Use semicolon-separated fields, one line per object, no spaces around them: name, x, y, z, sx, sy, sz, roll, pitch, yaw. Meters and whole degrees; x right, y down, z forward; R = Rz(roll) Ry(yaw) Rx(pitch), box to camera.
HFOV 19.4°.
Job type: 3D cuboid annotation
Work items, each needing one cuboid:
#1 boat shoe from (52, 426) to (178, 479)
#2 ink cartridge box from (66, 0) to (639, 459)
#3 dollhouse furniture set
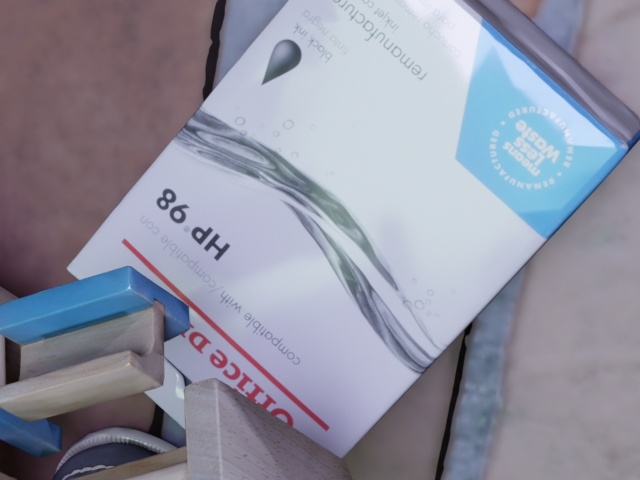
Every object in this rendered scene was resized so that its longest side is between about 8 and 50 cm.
boat shoe;-0.034;0.158;0.611;0.075;0.065;0.206;-26;92;20
ink cartridge box;0.000;0.000;0.576;0.104;0.060;0.180;42;107;3
dollhouse furniture set;-0.079;0.057;0.538;0.183;0.129;0.129;-17;61;22
